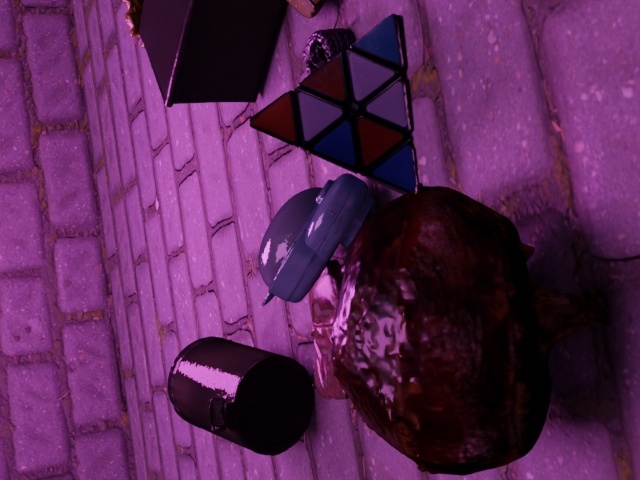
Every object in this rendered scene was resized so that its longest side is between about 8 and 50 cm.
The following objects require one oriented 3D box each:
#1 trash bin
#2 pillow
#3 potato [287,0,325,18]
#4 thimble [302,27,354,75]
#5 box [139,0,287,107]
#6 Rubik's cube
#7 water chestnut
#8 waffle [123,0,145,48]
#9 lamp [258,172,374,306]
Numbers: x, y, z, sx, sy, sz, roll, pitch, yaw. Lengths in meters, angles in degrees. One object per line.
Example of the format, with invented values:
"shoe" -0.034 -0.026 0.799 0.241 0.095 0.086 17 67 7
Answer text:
"trash bin" -0.166 0.317 1.759 0.301 0.252 0.203 2 101 57
"pillow" 0.022 0.164 1.524 0.135 0.049 0.248 154 116 -61
"potato" -0.014 -0.450 1.484 0.149 0.081 0.120 54 176 19
"thimble" 0.020 -0.306 1.422 0.104 0.066 0.095 63 149 31
"box" -0.221 -0.482 1.708 0.251 0.204 0.345 65 147 33
"Rubik's cube" 0.076 -0.143 1.338 0.234 0.284 0.250 51 170 16
"water chestnut" 0.175 0.099 0.966 0.350 0.302 0.350 -5 -90 -76
"waffle" -0.356 -0.524 1.950 0.052 0.254 0.245 -19 70 37
"lamp" -0.010 -0.007 1.417 0.284 0.147 0.209 -30 25 46
